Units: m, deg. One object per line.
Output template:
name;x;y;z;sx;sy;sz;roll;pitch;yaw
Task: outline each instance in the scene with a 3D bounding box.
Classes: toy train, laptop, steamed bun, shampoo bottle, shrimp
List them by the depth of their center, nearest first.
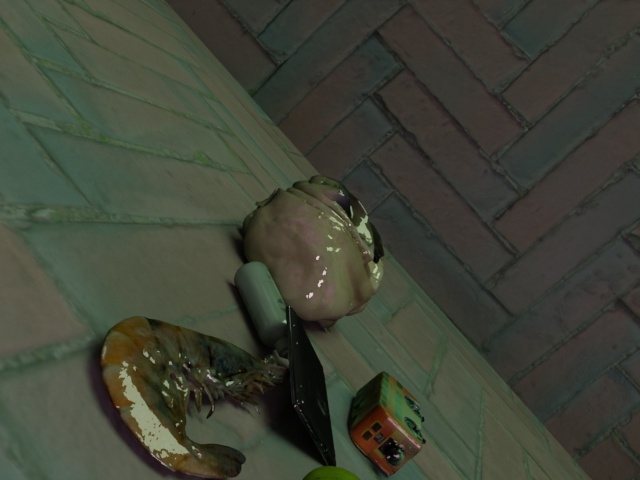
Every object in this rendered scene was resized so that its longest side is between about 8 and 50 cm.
shrimp;-0.099;0.163;0.674;0.296;0.058;0.169;27;32;-54
laptop;-0.013;0.181;0.849;0.180;0.016;0.129;-101;170;-57
shampoo bottle;-0.069;0.112;0.940;0.056;0.056;0.195;36;16;-45
toy train;0.101;0.267;0.991;0.099;0.072;0.188;48;11;-1
steamed bun;0.000;0.000;1.207;0.275;0.206;0.320;38;11;-32

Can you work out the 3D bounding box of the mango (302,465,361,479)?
mango;0.022;0.283;0.633;0.117;0.089;0.163;29;8;-36
